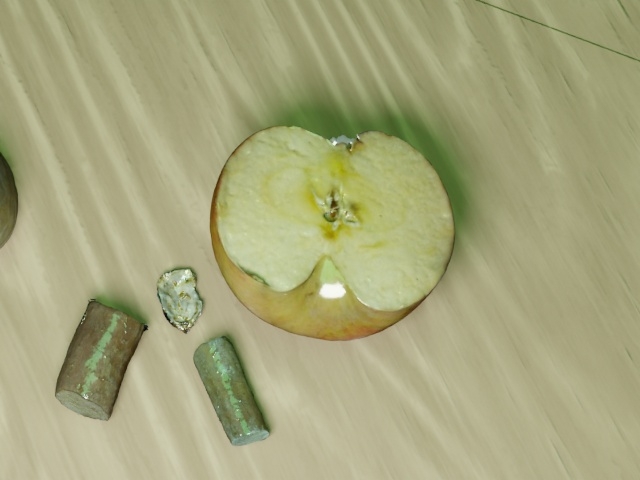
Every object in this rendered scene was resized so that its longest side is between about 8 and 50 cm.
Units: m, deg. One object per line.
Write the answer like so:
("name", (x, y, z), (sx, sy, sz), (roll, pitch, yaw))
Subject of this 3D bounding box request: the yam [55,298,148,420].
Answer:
("yam", (-0.268, 0.144, 1.816), (0.084, 0.084, 0.127), (18, 67, 5))

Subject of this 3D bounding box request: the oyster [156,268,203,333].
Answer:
("oyster", (-0.175, 0.077, 1.875), (0.054, 0.019, 0.083), (-12, 69, -8))

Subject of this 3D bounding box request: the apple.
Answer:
("apple", (0.000, 0.000, 1.833), (0.293, 0.163, 0.251), (13, 59, -11))

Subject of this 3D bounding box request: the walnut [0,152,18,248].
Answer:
("walnut", (-0.445, -0.053, 1.854), (0.140, 0.140, 0.162), (-10, 61, -6))

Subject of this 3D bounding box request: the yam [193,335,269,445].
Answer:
("yam", (-0.109, 0.185, 1.821), (0.054, 0.054, 0.132), (-23, 73, -10))
